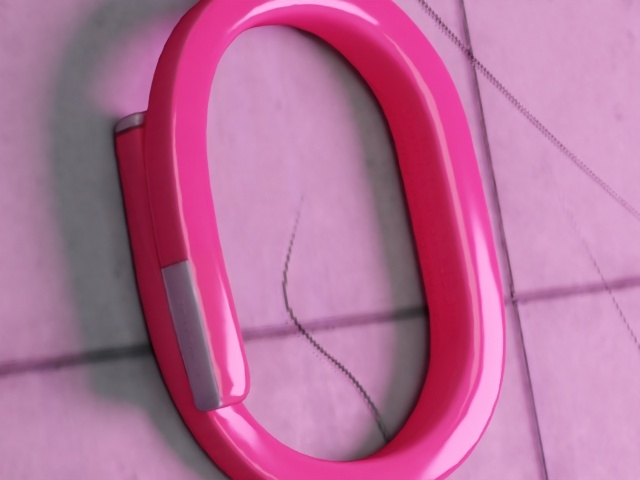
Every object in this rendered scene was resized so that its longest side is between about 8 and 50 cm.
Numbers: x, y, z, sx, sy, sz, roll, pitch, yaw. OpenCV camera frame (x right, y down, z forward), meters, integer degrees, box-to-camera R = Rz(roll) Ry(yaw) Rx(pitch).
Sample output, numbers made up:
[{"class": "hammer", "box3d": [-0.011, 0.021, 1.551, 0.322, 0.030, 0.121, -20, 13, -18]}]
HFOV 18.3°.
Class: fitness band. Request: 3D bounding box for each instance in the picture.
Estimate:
[{"class": "fitness band", "box3d": [0.000, 0.000, 1.056, 0.209, 0.054, 0.291, -8, 86, -38]}]
